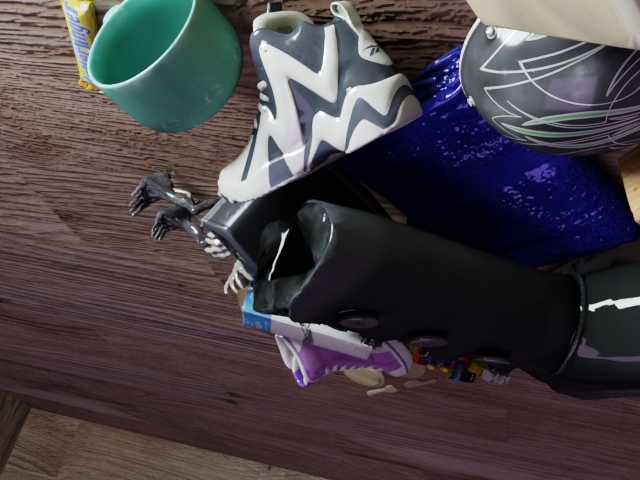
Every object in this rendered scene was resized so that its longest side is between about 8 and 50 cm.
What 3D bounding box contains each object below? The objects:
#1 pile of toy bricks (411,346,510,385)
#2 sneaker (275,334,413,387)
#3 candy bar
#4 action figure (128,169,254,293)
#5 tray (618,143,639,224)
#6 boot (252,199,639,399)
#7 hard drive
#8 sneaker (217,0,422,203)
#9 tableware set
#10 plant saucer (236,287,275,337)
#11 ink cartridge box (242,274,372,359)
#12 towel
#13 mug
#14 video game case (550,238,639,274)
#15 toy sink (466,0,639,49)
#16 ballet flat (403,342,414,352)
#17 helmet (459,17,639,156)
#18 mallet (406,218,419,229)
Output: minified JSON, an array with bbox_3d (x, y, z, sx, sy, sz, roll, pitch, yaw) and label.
[{"bbox_3d":[0.211,0.152,1.171,0.212,0.118,0.105,18,-173,-39],"label":"pile of toy bricks"},{"bbox_3d":[0.031,0.185,1.231,0.282,0.161,0.102,42,166,-34],"label":"sneaker"},{"bbox_3d":[-0.253,-0.213,0.809,0.040,0.018,0.161,17,153,0],"label":"candy bar"},{"bbox_3d":[-0.103,-0.009,0.982,0.275,0.141,0.164,11,148,17],"label":"action figure"},{"bbox_3d":[0.420,-0.092,0.447,0.202,0.076,0.411,29,133,-23],"label":"tray"},{"bbox_3d":[0.190,0.042,0.749,0.445,0.146,0.367,20,149,-18],"label":"boot"},{"bbox_3d":[0.000,0.000,0.905,0.254,0.172,0.054,43,-179,-36],"label":"hard drive"},{"bbox_3d":[-0.033,-0.136,0.703,0.235,0.094,0.153,-22,95,45],"label":"sneaker"},{"bbox_3d":[0.123,0.234,1.430,0.128,0.039,0.194,43,140,-21],"label":"tableware set"},{"bbox_3d":[-0.063,0.143,1.365,0.198,0.036,0.199,14,154,7],"label":"plant saucer"},{"bbox_3d":[-0.002,0.074,1.077,0.190,0.140,0.082,17,155,1],"label":"ink cartridge box"},{"bbox_3d":[0.164,-0.058,0.795,0.308,0.076,0.227,34,150,-30],"label":"towel"},{"bbox_3d":[-0.139,-0.176,0.712,0.129,0.158,0.097,-25,140,20],"label":"mug"},{"bbox_3d":[0.445,0.114,1.006,0.329,0.036,0.300,22,153,-10],"label":"video game case"},{"bbox_3d":[0.150,-0.238,0.364,0.153,0.234,0.131,39,176,-39],"label":"toy sink"},{"bbox_3d":[0.169,0.177,1.287,0.114,0.041,0.041,12,153,11],"label":"ballet flat"},{"bbox_3d":[0.188,-0.139,0.526,0.169,0.162,0.169,14,153,7],"label":"helmet"},{"bbox_3d":[0.180,0.009,0.971,0.189,0.062,0.039,18,154,-36],"label":"mallet"}]
